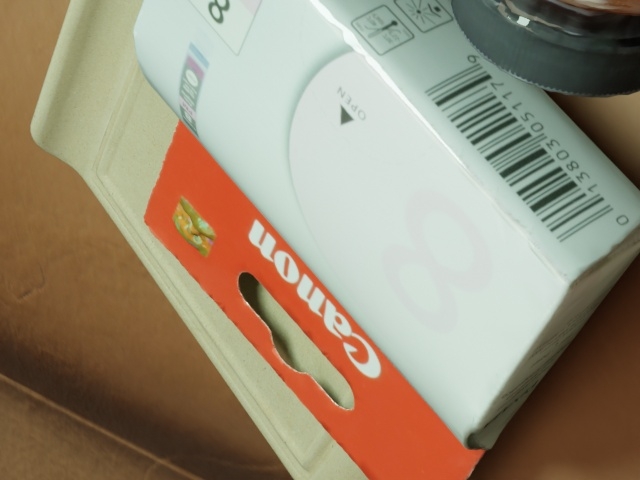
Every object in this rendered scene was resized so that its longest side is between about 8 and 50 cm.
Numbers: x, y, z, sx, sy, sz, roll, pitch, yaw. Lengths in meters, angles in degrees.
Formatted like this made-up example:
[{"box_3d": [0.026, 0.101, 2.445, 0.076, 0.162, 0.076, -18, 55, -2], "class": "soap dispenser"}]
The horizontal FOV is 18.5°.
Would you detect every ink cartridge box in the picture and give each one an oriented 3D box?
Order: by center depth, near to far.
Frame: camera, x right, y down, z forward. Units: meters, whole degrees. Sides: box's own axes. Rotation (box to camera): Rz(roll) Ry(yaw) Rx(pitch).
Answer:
[{"box_3d": [0.000, 0.000, 0.706, 0.189, 0.066, 0.232, 48, 140, 16], "class": "ink cartridge box"}]

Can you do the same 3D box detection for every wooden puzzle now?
[{"box_3d": [-0.015, -0.022, 0.796, 0.238, 0.044, 0.221, 49, 145, 15], "class": "wooden puzzle"}]

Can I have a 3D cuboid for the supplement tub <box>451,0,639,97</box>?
[{"box_3d": [0.085, -0.132, 0.507, 0.106, 0.106, 0.198, 45, 142, 29], "class": "supplement tub"}]
